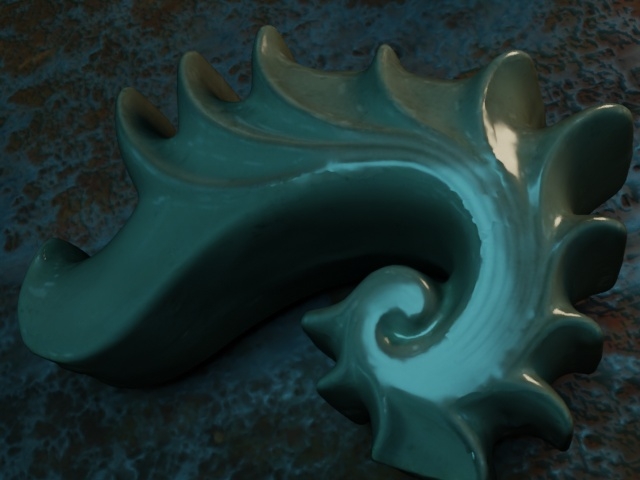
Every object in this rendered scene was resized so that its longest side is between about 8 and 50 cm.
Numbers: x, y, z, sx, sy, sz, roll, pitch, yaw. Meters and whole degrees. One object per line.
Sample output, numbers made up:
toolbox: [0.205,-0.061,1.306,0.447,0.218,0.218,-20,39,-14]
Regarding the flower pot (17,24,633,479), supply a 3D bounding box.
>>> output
flower pot: [0.000,0.000,0.570,0.367,0.164,0.254,13,75,21]
